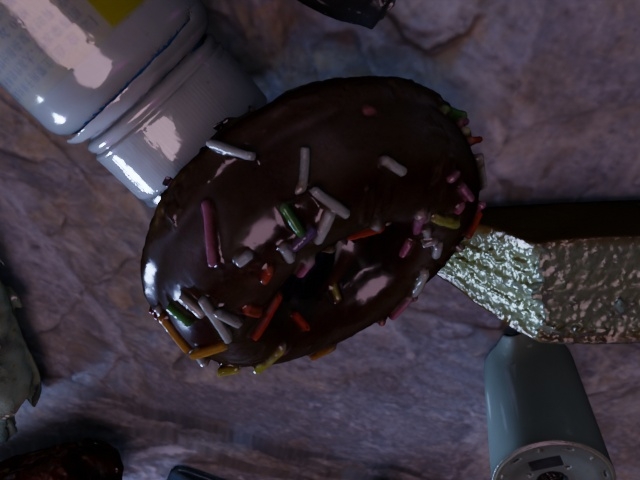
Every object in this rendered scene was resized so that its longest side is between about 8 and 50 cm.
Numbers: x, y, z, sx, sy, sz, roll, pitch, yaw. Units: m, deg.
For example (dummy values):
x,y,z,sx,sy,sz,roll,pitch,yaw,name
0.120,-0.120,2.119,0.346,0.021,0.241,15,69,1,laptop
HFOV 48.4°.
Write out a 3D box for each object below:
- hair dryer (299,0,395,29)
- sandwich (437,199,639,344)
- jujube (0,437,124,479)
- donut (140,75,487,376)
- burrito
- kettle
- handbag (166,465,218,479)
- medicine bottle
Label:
x,y,z,sx,sy,sz,roll,pitch,yaw,name
0.014,-0.269,0.446,0.195,0.075,0.219,36,110,-6,hair dryer
0.218,0.020,0.583,0.258,0.096,0.094,-2,117,5,sandwich
-0.322,0.313,0.797,0.236,0.168,0.168,-41,111,16,jujube
0.000,0.000,0.512,0.269,0.103,0.270,-23,150,-14,donut
-0.343,0.082,0.703,0.096,0.066,0.309,5,123,9,burrito
0.206,0.168,0.644,0.127,0.148,0.098,34,118,-13,kettle
-0.148,0.380,0.881,0.144,0.057,0.221,18,122,-12,handbag
-0.165,-0.153,0.483,0.143,0.143,0.258,-31,114,24,medicine bottle
